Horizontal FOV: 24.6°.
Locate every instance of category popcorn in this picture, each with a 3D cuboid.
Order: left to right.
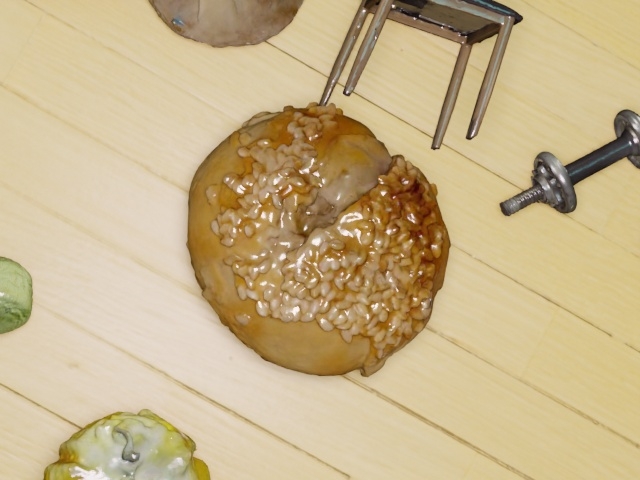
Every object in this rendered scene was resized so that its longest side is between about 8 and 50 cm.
[{"bbox_3d":[-0.191,0.278,1.588,0.212,0.198,0.198,23,82,31],"label":"popcorn"}]

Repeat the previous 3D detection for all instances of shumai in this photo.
[{"bbox_3d":[-0.105,-0.323,1.671,0.201,0.120,0.201,1,83,-7],"label":"shumai"}]

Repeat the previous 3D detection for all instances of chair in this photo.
[{"bbox_3d":[0.128,-0.257,1.663,0.166,0.188,0.272,18,87,-9],"label":"chair"}]

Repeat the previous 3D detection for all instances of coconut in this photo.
[{"bbox_3d":[-0.362,0.065,1.632,0.087,0.088,0.096,7,56,-7],"label":"coconut"}]

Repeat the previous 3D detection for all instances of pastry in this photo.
[{"bbox_3d":[0.000,0.000,1.629,0.284,0.184,0.316,-39,92,-7],"label":"pastry"}]

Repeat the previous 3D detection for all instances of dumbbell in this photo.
[{"bbox_3d":[0.324,-0.093,1.727,0.254,0.081,0.082,-28,90,-8],"label":"dumbbell"}]
